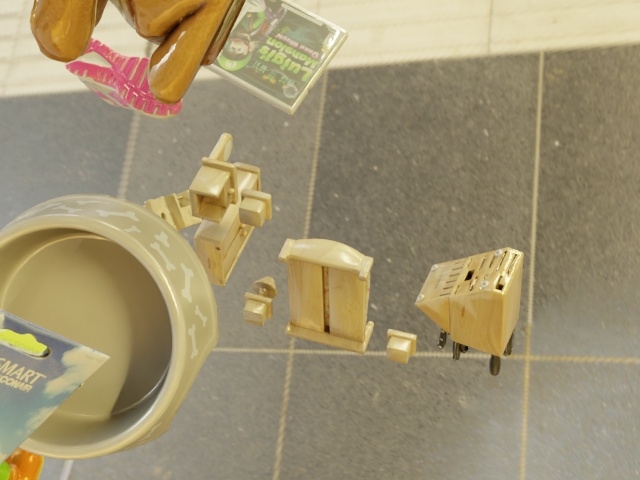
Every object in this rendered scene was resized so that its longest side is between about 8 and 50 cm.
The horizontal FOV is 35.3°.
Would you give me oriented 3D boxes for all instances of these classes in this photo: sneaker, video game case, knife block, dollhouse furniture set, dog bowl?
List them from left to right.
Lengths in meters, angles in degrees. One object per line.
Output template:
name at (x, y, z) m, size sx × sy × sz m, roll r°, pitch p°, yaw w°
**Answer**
dog bowl at (-0.309, 0.116, 1.276) m, size 0.348 × 0.102 × 0.349 m, roll 1°, pitch 94°, yaw 7°
sneaker at (-0.372, -0.307, 1.964) m, size 0.252 × 0.111 × 0.103 m, roll 30°, pitch 80°, yaw 14°
dollhouse furniture set at (-0.334, -0.012, 2.050) m, size 0.129 × 0.183 × 0.129 m, roll -21°, pitch 92°, yaw 20°
video game case at (-0.079, -0.315, 1.637) m, size 0.190 × 0.022 × 0.173 m, roll 30°, pitch 73°, yaw 13°
dollhouse furniture set at (0.000, 0.000, 1.570) m, size 0.355 × 0.303 × 0.174 m, roll 14°, pitch 50°, yaw 12°
knife block at (0.294, 0.134, 1.697) m, size 0.275 × 0.242 × 0.088 m, roll -18°, pitch 38°, yaw 55°

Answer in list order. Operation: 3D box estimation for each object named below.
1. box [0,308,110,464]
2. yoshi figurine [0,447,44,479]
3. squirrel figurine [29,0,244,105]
box at (-0.204, 0.090, 0.492) m, size 0.178 × 0.109 × 0.042 m, roll -45°, pitch 51°, yaw 8°
yoshi figurine at (-0.644, 0.327, 1.616) m, size 0.204 × 0.362 × 0.203 m, roll -59°, pitch 40°, yaw 19°
squirrel figurine at (-0.227, -0.390, 1.063) m, size 0.370 × 0.281 × 0.397 m, roll 28°, pitch 116°, yaw -7°
